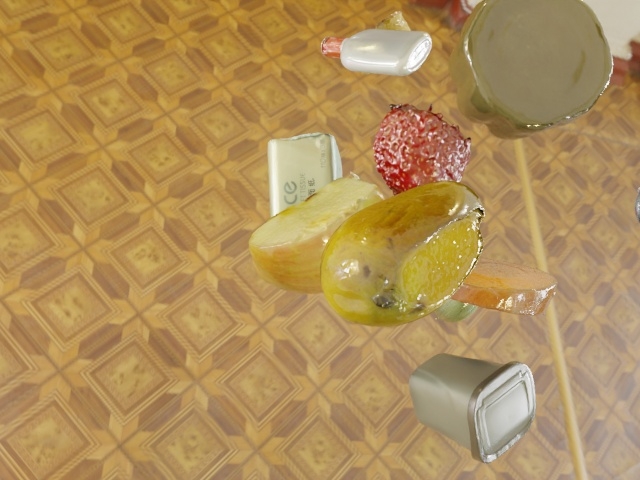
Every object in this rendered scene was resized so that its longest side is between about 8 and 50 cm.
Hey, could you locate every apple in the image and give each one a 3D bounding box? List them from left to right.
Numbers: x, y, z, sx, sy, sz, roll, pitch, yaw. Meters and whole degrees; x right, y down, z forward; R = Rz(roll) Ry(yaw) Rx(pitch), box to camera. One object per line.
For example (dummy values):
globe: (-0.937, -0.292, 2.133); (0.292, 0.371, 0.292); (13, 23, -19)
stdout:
apple: (0.000, 0.000, 1.416); (0.309, 0.314, 0.252); (-37, 68, -15)

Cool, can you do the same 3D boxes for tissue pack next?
tissue pack: (-0.032, -0.064, 1.743); (0.206, 0.332, 0.404); (-3, 81, 7)

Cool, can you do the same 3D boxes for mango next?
mango: (0.112, 0.007, 0.766); (0.262, 0.129, 0.167); (-31, 34, -26)

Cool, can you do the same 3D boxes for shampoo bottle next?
shampoo bottle: (0.095, -0.359, 1.139); (0.221, 0.051, 0.108); (20, 63, 38)

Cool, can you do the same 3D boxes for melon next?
melon: (0.403, 0.169, 1.798); (0.139, 0.192, 0.139); (26, 27, -15)

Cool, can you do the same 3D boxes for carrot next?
carrot: (0.406, 0.112, 1.438); (0.307, 0.258, 0.100); (1, 101, -29)

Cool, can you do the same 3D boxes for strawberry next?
strawberry: (0.236, -0.189, 1.484); (0.261, 0.261, 0.257); (31, 91, -4)

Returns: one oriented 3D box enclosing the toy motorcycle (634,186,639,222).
toy motorcycle: (0.728, -0.066, 1.220); (0.260, 0.110, 0.170); (26, 80, -26)

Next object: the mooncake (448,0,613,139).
mooncake: (0.506, -0.438, 1.510); (0.379, 0.201, 0.378); (0, 88, -7)

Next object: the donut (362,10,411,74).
donut: (0.165, -0.517, 1.613); (0.074, 0.190, 0.174); (49, 35, -1)

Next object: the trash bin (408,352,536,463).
trash bin: (0.371, 0.401, 1.515); (0.220, 0.250, 0.219); (-23, 106, -31)
